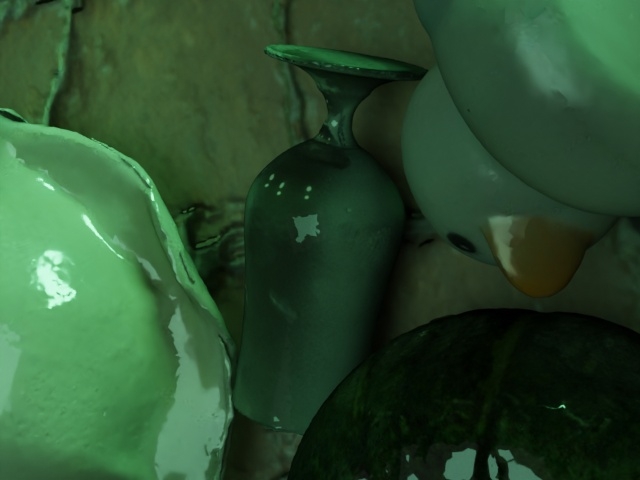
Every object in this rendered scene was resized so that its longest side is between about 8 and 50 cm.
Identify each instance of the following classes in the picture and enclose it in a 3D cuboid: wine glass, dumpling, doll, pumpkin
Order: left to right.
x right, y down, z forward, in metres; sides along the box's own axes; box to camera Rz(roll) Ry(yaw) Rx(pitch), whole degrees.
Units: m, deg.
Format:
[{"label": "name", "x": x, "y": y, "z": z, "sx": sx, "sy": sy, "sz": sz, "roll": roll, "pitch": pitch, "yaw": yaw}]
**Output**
[{"label": "dumpling", "x": -0.195, "y": 0.062, "z": 0.812, "sx": 0.260, "sy": 0.181, "sz": 0.341, "roll": -24, "pitch": 59, "yaw": 14}, {"label": "wine glass", "x": 0.000, "y": 0.000, "z": 0.723, "sx": 0.103, "sy": 0.103, "sz": 0.231, "roll": 17, "pitch": 107, "yaw": 27}, {"label": "pumpkin", "x": 0.109, "y": 0.184, "z": 0.620, "sx": 0.300, "sy": 0.207, "sz": 0.300, "roll": 4, "pitch": 98, "yaw": 30}, {"label": "doll", "x": 0.128, "y": -0.094, "z": 0.612, "sx": 0.221, "sy": 0.221, "sz": 0.251, "roll": -7, "pitch": 70, "yaw": 30}]
